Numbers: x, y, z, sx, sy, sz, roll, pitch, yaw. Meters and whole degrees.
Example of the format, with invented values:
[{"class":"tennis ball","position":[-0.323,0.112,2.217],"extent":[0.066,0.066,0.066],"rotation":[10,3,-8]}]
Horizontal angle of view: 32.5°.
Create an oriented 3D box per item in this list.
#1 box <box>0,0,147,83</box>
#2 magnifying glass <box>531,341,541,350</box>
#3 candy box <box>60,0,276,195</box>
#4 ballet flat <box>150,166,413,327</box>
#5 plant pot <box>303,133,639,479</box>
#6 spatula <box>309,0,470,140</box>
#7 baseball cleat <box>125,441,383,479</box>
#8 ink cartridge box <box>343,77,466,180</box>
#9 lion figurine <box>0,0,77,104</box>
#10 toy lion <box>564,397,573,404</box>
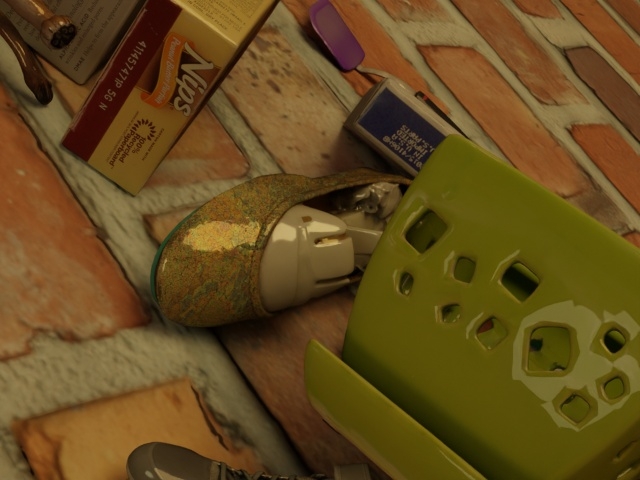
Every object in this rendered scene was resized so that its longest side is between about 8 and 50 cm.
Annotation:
[{"class":"box","position":[-0.196,-0.275,1.043],"extent":[0.119,0.182,0.181],"rotation":[38,33,-6]},{"class":"magnifying glass","position":[0.311,0.132,1.218],"extent":[0.231,0.026,0.092],"rotation":[31,33,-11]},{"class":"candy box","position":[-0.111,-0.197,1.032],"extent":[0.087,0.183,0.316],"rotation":[35,33,-9]},{"class":"ballet flat","position":[0.000,0.000,0.954],"extent":[0.123,0.123,0.348],"rotation":[49,31,13]},{"class":"plant pot","position":[0.130,0.100,0.770],"extent":[0.227,0.207,0.228],"rotation":[37,-6,28]},{"class":"spatula","position":[0.097,-0.192,1.381],"extent":[0.296,0.030,0.084],"rotation":[41,33,0]},{"class":"baseball cleat","position":[-0.025,0.173,0.742],"extent":[0.206,0.109,0.072],"rotation":[34,19,-19]},{"class":"ink cartridge box","position":[0.169,-0.049,1.202],"extent":[0.324,0.071,0.330],"rotation":[38,3,-4]},{"class":"lion figurine","position":[-0.358,-0.236,0.824],"extent":[0.240,0.142,0.392],"rotation":[40,-5,20]},{"class":"toy lion","position":[0.269,0.194,1.096],"extent":[0.100,0.034,0.096],"rotation":[35,40,-8]}]
